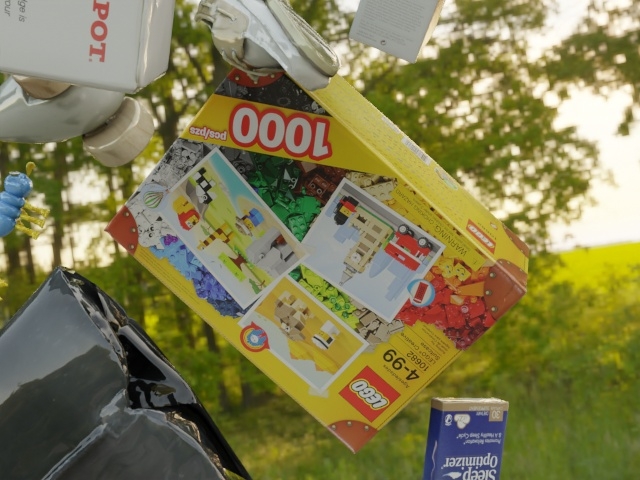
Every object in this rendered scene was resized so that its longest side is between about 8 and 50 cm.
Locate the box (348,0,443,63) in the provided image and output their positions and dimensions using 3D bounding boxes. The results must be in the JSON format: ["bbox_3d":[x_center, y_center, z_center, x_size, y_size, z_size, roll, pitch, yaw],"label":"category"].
[{"bbox_3d":[0.116,-0.327,1.169,0.091,0.170,0.130,24,36,5],"label":"box"}]

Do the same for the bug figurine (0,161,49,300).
[{"bbox_3d":[-0.475,-0.017,1.305,0.072,0.216,0.279,24,-7,-39],"label":"bug figurine"}]

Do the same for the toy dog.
[{"bbox_3d":[-0.344,-0.187,1.135,0.334,0.161,0.220,9,-34,15],"label":"toy dog"}]

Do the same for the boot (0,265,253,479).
[{"bbox_3d":[-0.324,0.179,0.676,0.445,0.367,0.146,-41,6,8],"label":"boot"}]

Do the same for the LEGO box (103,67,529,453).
[{"bbox_3d":[0.000,0.000,1.419,0.372,0.500,0.193,-48,2,22],"label":"LEGO box"}]

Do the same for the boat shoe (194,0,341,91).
[{"bbox_3d":[-0.071,-0.250,1.179,0.103,0.302,0.113,-45,-52,10],"label":"boat shoe"}]

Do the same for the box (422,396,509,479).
[{"bbox_3d":[0.218,0.356,1.467,0.136,0.225,0.036,6,2,-33],"label":"box"}]

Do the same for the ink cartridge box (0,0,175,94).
[{"bbox_3d":[-0.243,-0.233,0.710,0.273,0.197,0.114,11,18,2],"label":"ink cartridge box"}]
